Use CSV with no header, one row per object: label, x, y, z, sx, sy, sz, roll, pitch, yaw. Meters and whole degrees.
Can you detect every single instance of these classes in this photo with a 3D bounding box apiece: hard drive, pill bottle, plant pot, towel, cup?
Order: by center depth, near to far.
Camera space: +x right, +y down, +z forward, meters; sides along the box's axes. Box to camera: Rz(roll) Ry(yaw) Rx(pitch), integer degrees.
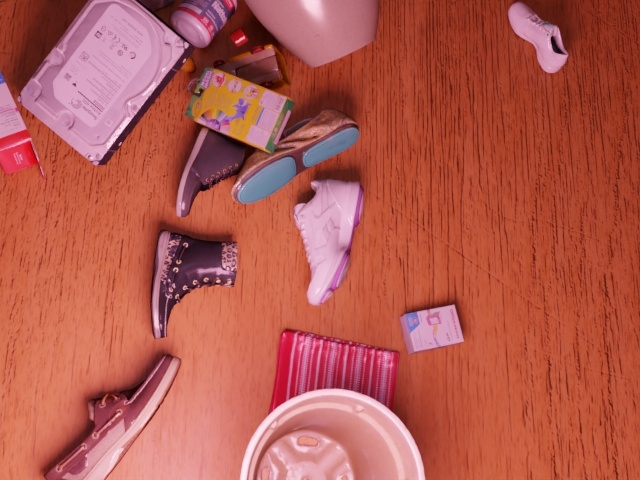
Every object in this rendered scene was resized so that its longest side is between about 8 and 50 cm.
plant pot,-0.002,0.467,1.551,0.334,0.305,0.333,3,74,-10
towel,0.032,0.311,1.749,0.275,0.031,0.198,12,73,-8
hard drive,-0.468,-0.363,1.751,0.237,0.064,0.339,41,99,1
cup,0.008,-0.545,1.869,0.331,0.331,0.237,-30,106,-18
pill bottle,-0.260,-0.555,1.901,0.108,0.108,0.180,33,71,0

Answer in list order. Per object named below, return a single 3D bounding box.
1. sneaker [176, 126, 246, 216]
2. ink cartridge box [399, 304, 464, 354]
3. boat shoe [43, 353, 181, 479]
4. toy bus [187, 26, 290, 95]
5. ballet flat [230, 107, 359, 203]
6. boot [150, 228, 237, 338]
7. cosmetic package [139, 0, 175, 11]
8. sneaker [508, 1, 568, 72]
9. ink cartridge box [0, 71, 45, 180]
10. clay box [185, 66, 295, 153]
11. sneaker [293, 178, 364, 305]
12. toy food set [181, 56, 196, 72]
sneaker,-0.244,-0.142,1.798,0.118,0.083,0.222,19,70,-6
ink cartridge box,0.251,0.200,1.813,0.123,0.052,0.088,-9,76,-15
boat shoe,-0.413,0.354,1.604,0.123,0.123,0.342,36,77,-1
toy bus,-0.170,-0.373,1.867,0.202,0.104,0.191,32,95,17
ballet flat,-0.074,-0.201,1.844,0.349,0.123,0.123,-31,82,-17
boot,-0.270,0.097,1.723,0.179,0.085,0.236,6,73,-12
cosmetic package,-0.445,-0.635,1.865,0.151,0.151,0.183,-29,81,-17
sneaker,0.569,-0.539,2.069,0.080,0.094,0.212,-32,82,-16
ink cartridge box,-0.669,-0.235,1.713,0.078,0.134,0.231,-24,79,-17
clay box,-0.181,-0.290,1.778,0.222,0.053,0.127,25,92,22
sneaker,0.000,0.000,1.807,0.152,0.114,0.305,12,67,7
toy food set,-0.405,-0.448,1.866,0.232,0.104,0.111,5,86,9
